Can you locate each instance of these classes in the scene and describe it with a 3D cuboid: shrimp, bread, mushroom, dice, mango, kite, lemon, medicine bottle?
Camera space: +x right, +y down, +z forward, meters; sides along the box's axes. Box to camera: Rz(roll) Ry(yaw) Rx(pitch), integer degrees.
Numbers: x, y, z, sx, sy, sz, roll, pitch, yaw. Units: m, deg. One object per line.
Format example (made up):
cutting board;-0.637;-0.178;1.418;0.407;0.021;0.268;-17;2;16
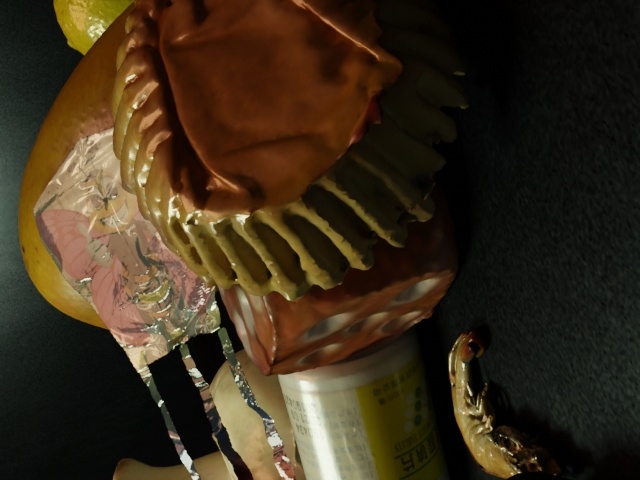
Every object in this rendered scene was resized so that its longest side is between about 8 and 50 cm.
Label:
shrimp;0.140;0.131;0.722;0.178;0.034;0.124;173;86;-80
bread;-0.036;-0.103;0.630;0.274;0.274;0.149;64;-169;25
mushroom;-0.063;0.290;1.216;0.355;0.315;0.315;-6;106;34
dice;0.000;0.000;0.783;0.175;0.179;0.174;102;147;-67
mango;-0.148;-0.091;0.935;0.232;0.300;0.446;43;125;11
kite;-0.124;0.074;0.780;0.204;0.022;0.361;-30;88;37
lemon;-0.337;-0.390;1.503;0.192;0.192;0.231;120;141;-71
medicine bottle;0.050;0.209;0.917;0.143;0.143;0.258;-146;41;-67

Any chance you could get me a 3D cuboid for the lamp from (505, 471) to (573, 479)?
lamp;0.146;0.258;0.576;0.244;0.197;0.198;102;147;-47
